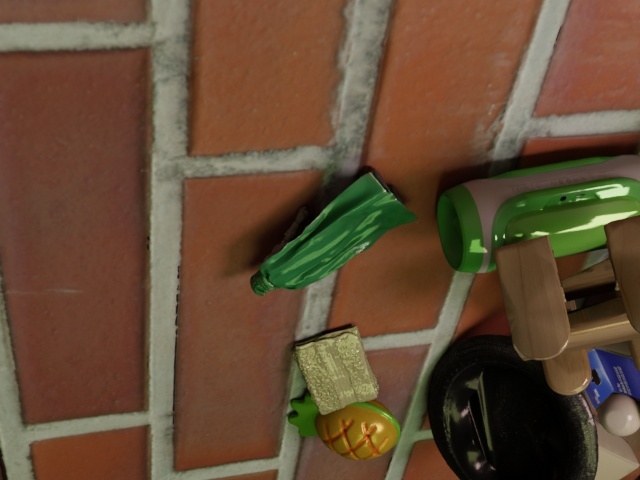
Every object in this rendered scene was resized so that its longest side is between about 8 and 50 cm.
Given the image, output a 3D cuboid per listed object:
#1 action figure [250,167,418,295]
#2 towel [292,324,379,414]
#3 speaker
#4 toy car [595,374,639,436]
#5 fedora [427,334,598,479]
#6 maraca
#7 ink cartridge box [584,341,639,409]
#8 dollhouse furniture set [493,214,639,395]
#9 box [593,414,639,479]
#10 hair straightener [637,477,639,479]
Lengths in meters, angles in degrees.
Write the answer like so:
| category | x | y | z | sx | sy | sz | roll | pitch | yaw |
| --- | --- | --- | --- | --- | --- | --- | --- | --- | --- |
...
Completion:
| category | x | y | z | sx | sy | sz | roll | pitch | yaw |
| --- | --- | --- | --- | --- | --- | --- | --- | --- | --- |
| action figure | 0.000 | 0.000 | 1.261 | 0.232 | 0.063 | 0.137 | -36 | 138 | 13 |
| towel | 0.025 | 0.202 | 1.489 | 0.110 | 0.027 | 0.148 | -18 | 122 | 2 |
| speaker | 0.312 | -0.037 | 1.289 | 0.297 | 0.131 | 0.131 | -10 | 138 | -10 |
| toy car | 0.566 | 0.257 | 1.694 | 0.182 | 0.136 | 0.159 | -11 | -175 | 31 |
| fedora | 0.336 | 0.284 | 1.595 | 0.152 | 0.334 | 0.334 | -30 | 155 | -47 |
| maraca | 0.039 | 0.299 | 1.577 | 0.186 | 0.099 | 0.127 | 13 | 129 | 3 |
| ink cartridge box | 0.546 | 0.134 | 1.517 | 0.333 | 0.065 | 0.165 | -44 | 138 | -4 |
| dollhouse furniture set | 0.453 | 0.131 | 1.230 | 0.394 | 0.256 | 0.362 | -14 | 160 | 15 |
| box | 0.479 | 0.386 | 1.827 | 0.113 | 0.094 | 0.275 | -39 | 135 | 22 |
| hair straightener | 0.684 | 0.546 | 2.120 | 0.089 | 0.047 | 0.230 | 12 | 135 | -30 |
